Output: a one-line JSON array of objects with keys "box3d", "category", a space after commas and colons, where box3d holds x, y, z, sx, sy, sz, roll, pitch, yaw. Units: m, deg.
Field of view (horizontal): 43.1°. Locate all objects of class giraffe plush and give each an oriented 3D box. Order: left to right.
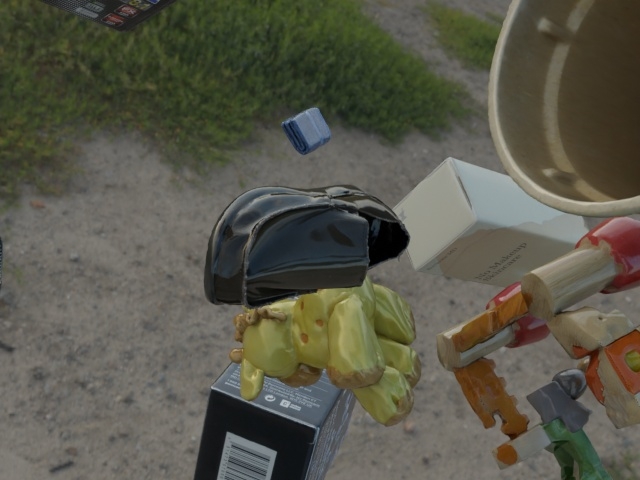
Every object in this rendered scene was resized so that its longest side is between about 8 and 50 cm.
[{"box3d": [-0.009, 0.108, 0.885, 0.210, 0.170, 0.181, 59, 25, -18], "category": "giraffe plush"}]

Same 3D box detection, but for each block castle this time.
[{"box3d": [0.366, 0.221, 0.944, 0.213, 0.303, 0.453, -21, 74, -27], "category": "block castle"}]

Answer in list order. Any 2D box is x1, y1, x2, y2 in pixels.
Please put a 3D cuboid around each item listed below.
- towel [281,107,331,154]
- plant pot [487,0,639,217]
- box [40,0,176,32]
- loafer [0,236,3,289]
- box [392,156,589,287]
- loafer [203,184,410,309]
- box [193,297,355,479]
[{"box3d": [-0.021, -0.182, 1.356, 0.067, 0.029, 0.119, 61, 26, -7], "category": "towel"}, {"box3d": [0.380, -0.138, 0.743, 0.305, 0.334, 0.334, 19, 34, -31], "category": "plant pot"}, {"box3d": [-0.252, -0.323, 0.848, 0.270, 0.216, 0.060, 11, 70, -49], "category": "box"}, {"box3d": [-0.366, 0.051, 0.848, 0.076, 0.078, 0.223, 39, 24, -31], "category": "loafer"}, {"box3d": [0.280, -0.016, 1.292, 0.311, 0.148, 0.121, 10, 50, -38], "category": "box"}, {"box3d": [0.000, 0.000, 0.607, 0.078, 0.080, 0.220, 18, 23, 30], "category": "loafer"}, {"box3d": [-0.066, 0.341, 1.601, 0.212, 0.293, 0.395, 18, 26, 11], "category": "box"}]
